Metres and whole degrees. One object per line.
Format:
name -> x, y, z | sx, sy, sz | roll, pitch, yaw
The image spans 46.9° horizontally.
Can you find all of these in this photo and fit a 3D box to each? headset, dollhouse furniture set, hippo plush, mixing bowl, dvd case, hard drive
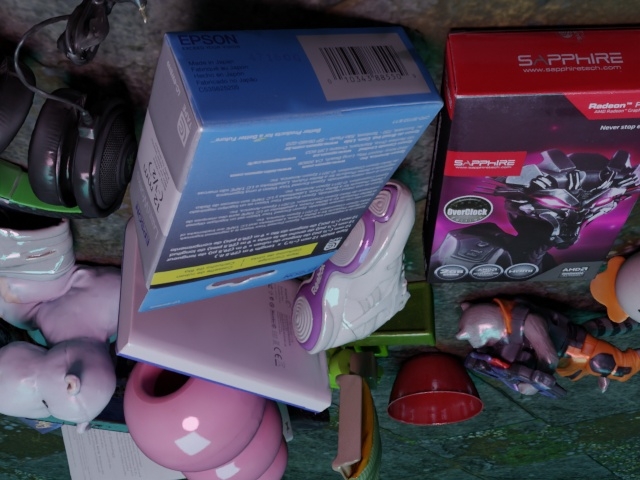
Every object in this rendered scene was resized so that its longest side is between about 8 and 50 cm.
headset -> -0.289, -0.140, 0.758 | 0.243, 0.185, 0.394 | 23, 156, -26
dollhouse furniture set -> 0.114, 0.246, 1.165 | 0.151, 0.302, 0.197 | -5, 145, 12
hippo plush -> -0.363, 0.168, 1.101 | 0.294, 0.237, 0.234 | 3, 147, -5
mixing bowl -> 0.214, 0.275, 1.401 | 0.181, 0.098, 0.181 | 0, 148, 0
dvd case -> -0.381, 0.226, 1.217 | 0.180, 0.253, 0.022 | 14, 108, -21
hard drive -> -0.126, 0.105, 1.028 | 0.318, 0.210, 0.040 | 25, 130, -34

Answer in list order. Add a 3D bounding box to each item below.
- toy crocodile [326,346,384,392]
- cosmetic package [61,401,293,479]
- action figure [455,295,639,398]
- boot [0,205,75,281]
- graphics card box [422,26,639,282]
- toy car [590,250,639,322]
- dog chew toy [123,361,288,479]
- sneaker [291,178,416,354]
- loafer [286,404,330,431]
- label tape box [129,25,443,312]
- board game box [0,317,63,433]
toy crocodile -> -0.033, 0.217, 1.317 | 0.340, 0.105, 0.115 | 14, 145, -32
cosmetic package -> -0.273, 0.363, 1.417 | 0.385, 0.156, 0.217 | -17, 174, 20
action figure -> 0.372, 0.171, 1.244 | 0.330, 0.179, 0.341 | 16, 174, -13
boot -> -0.459, -0.011, 0.973 | 0.258, 0.095, 0.123 | 0, 142, -16
graphics card box -> 0.245, -0.077, 0.859 | 0.232, 0.094, 0.371 | -1, 148, 1
toy car -> 0.508, 0.089, 1.042 | 0.238, 0.210, 0.219 | -3, 161, 28
dog chew toy -> -0.151, 0.282, 1.122 | 0.206, 0.207, 0.332 | -12, 134, 18
sneaker -> 0.065, 0.032, 0.996 | 0.152, 0.114, 0.305 | -3, 140, -30
loafer -> -0.080, 0.366, 1.561 | 0.223, 0.076, 0.078 | 22, 134, -36
label tape box -> -0.064, -0.064, 0.786 | 0.249, 0.115, 0.348 | -11, 156, -28
board game box -> -0.502, 0.201, 1.212 | 0.042, 0.165, 0.243 | -20, 149, -3
